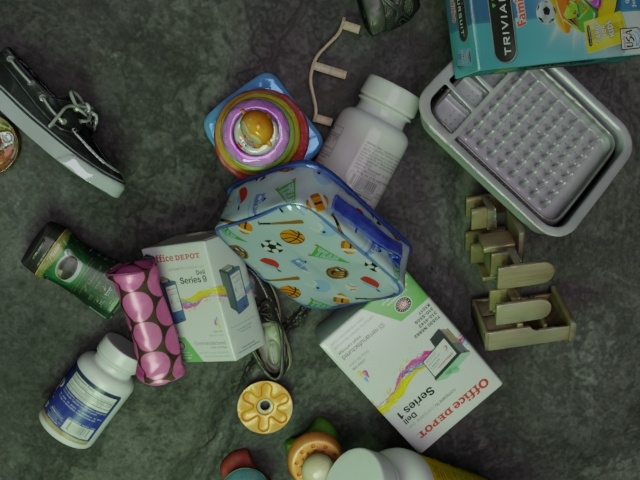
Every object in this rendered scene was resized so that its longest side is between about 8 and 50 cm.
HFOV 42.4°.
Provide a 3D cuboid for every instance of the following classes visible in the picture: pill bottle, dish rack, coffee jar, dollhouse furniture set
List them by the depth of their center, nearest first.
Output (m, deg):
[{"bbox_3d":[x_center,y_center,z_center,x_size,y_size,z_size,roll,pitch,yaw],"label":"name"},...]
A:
[{"bbox_3d":[0.338,-0.183,1.393,0.333,0.072,0.285,43,65,1],"label":"dish rack"},{"bbox_3d":[0.075,-0.158,1.406,0.131,0.131,0.229,27,96,-8],"label":"pill bottle"},{"bbox_3d":[-0.415,0.049,1.425,0.184,0.079,0.096,34,93,-10],"label":"coffee jar"},{"bbox_3d":[0.171,0.468,1.426,0.334,0.188,0.187,28,96,-35],"label":"pill bottle"},{"bbox_3d":[0.354,0.061,1.430,0.161,0.212,0.242,-8,126,-2],"label":"dollhouse furniture set"},{"bbox_3d":[-0.394,0.259,1.443,0.112,0.112,0.186,37,94,-9],"label":"pill bottle"}]

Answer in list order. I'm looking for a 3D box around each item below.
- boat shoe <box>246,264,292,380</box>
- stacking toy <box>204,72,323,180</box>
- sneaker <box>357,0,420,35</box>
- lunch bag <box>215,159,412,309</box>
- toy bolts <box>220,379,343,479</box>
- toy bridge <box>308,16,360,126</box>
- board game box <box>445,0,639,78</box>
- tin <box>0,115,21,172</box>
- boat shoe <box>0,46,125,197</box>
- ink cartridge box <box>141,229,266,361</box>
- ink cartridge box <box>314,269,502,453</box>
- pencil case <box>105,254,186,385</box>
[{"bbox_3d":[-0.104,0.144,1.468,0.080,0.073,0.223,-18,100,-2],"label":"boat shoe"},{"bbox_3d":[-0.096,-0.169,1.302,0.166,0.302,0.175,-38,96,1],"label":"stacking toy"},{"bbox_3d":[0.111,-0.472,1.384,0.130,0.087,0.227,-19,103,-3],"label":"sneaker"},{"bbox_3d":[0.000,0.000,1.344,0.303,0.243,0.114,38,51,-34],"label":"lunch bag"},{"bbox_3d":[-0.095,0.387,1.464,0.228,0.158,0.218,-41,100,2],"label":"toy bolts"},{"bbox_3d":[0.015,-0.296,1.432,0.063,0.026,0.188,15,97,-6],"label":"toy bridge"},{"bbox_3d":[0.369,-0.413,1.359,0.336,0.079,0.253,-10,94,-20],"label":"board game box"},{"bbox_3d":[-0.604,-0.153,1.400,0.190,0.040,0.106,-17,104,-2],"label":"tin"},{"bbox_3d":[-0.429,-0.199,1.371,0.306,0.113,0.105,41,88,6],"label":"boat shoe"},{"bbox_3d":[-0.199,0.095,1.410,0.154,0.093,0.212,-6,100,35],"label":"ink cartridge box"},{"bbox_3d":[0.157,0.207,1.477,0.201,0.117,0.278,-41,100,2],"label":"ink cartridge box"},{"bbox_3d":[-0.291,0.135,1.373,0.098,0.095,0.209,0,108,40],"label":"pencil case"}]
